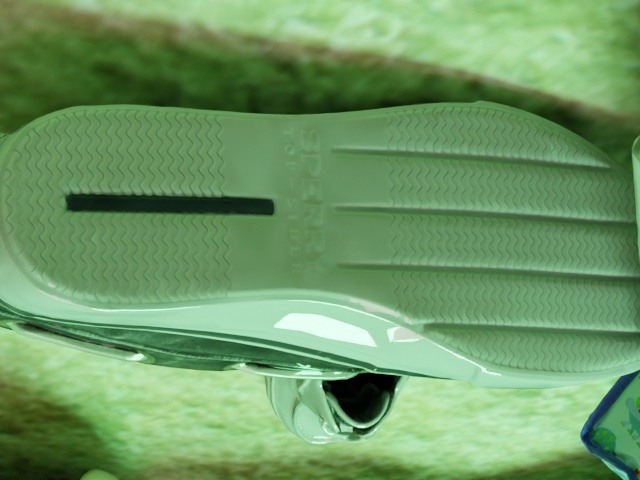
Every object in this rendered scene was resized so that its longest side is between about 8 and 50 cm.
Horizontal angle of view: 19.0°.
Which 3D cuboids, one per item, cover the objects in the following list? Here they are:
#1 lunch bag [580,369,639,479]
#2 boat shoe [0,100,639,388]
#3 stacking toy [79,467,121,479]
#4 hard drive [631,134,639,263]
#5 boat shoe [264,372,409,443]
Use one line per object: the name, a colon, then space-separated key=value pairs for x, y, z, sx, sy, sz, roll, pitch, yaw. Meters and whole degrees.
lunch bag: x=0.234 y=0.087 z=1.018 sx=0.129 sy=0.096 sz=0.151 roll=29 pitch=105 yaw=-45
boat shoe: x=0.000 y=0.000 z=0.828 sx=0.335 sy=0.121 sz=0.119 roll=9 pitch=167 yaw=-24
stacking toy: x=-0.352 y=0.247 z=1.045 sx=0.480 sy=0.350 sz=0.350 roll=15 pitch=147 yaw=-1
hard drive: x=0.234 y=0.017 z=0.841 sx=0.203 sy=0.040 sz=0.307 roll=-30 pitch=142 yaw=-11
boat shoe: x=0.016 y=0.067 z=0.968 sx=0.066 sy=0.063 sz=0.184 roll=4 pitch=147 yaw=-18
